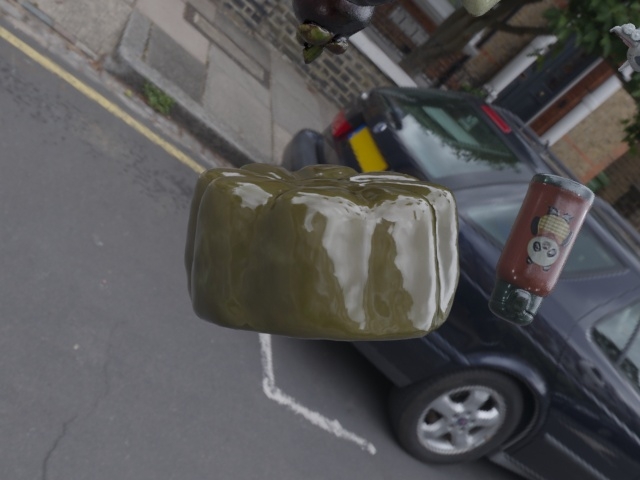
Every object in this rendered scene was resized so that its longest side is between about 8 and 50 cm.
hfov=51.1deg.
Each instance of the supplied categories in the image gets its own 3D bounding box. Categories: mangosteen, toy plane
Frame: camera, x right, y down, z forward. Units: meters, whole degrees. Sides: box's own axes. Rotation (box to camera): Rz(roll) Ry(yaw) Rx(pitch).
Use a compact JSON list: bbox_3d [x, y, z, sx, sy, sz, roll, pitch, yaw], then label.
[{"bbox_3d":[0.020,-0.496,1.471,0.194,0.230,0.194,17,11,-4],"label":"mangosteen"},{"bbox_3d":[0.977,-0.559,2.017,0.252,0.118,0.252,41,15,-14],"label":"toy plane"}]

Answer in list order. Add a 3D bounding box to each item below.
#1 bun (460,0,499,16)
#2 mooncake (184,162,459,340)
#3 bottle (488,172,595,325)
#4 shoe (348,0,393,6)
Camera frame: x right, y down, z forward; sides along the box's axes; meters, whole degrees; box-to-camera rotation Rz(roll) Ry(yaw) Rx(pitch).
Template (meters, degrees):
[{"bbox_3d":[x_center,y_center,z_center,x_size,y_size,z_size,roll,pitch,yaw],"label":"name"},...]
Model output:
[{"bbox_3d":[0.364,-0.663,1.618,0.229,0.145,0.229,23,46,-26],"label":"bun"},{"bbox_3d":[0.000,0.000,0.906,0.378,0.201,0.378,3,8,0],"label":"mooncake"},{"bbox_3d":[0.485,0.027,1.503,0.144,0.336,0.144,22,1,0],"label":"bottle"},{"bbox_3d":[0.113,-0.481,1.029,0.237,0.384,0.171,0,88,-40],"label":"shoe"}]
